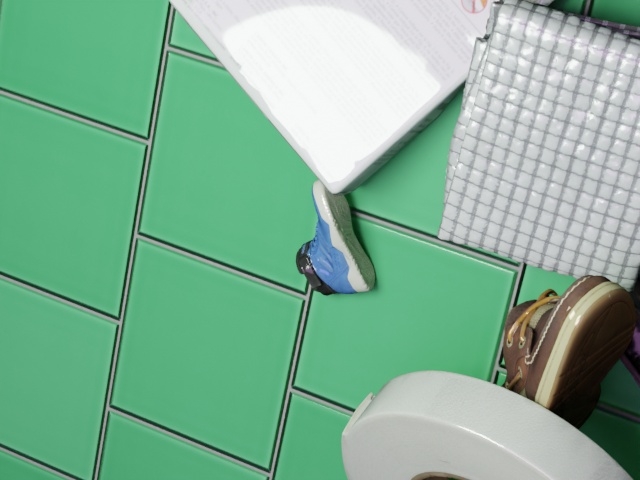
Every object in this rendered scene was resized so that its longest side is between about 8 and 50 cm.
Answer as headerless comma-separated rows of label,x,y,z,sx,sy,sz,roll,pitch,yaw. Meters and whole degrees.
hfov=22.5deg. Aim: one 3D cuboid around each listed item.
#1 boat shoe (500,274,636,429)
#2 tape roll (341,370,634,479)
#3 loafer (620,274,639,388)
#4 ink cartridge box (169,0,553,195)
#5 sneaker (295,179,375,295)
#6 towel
boat shoe,0.242,0.118,1.721,0.123,0.123,0.342,46,162,21
tape roll,0.200,0.302,1.776,0.392,0.072,0.392,28,148,19
loafer,0.395,0.166,1.740,0.109,0.095,0.302,-42,84,27
ink cartridge box,0.064,-0.288,1.806,0.385,0.091,0.308,-41,84,12
sneaker,0.000,0.001,1.897,0.084,0.058,0.152,-11,120,26
towel,0.264,-0.109,1.699,0.235,0.121,0.284,18,118,14
